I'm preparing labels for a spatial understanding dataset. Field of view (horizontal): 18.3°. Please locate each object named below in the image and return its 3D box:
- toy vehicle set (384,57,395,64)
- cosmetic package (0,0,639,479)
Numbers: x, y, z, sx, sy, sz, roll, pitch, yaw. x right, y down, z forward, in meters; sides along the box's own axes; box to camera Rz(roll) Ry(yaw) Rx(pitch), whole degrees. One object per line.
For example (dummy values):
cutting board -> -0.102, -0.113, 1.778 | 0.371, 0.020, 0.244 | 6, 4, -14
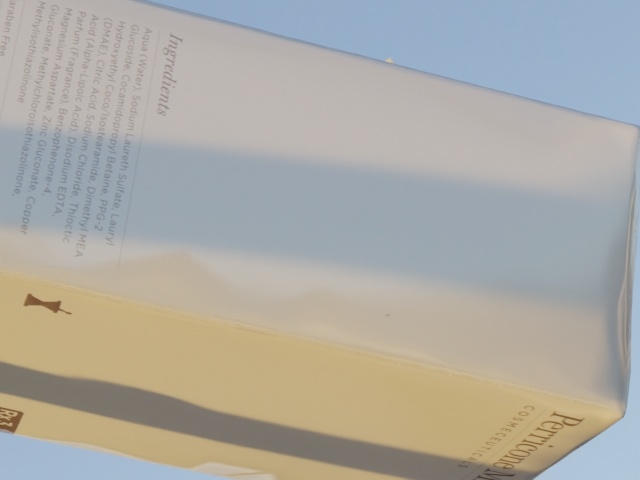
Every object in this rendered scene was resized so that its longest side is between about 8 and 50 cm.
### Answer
toy vehicle set -> 0.000, 0.000, 1.346 | 0.166, 0.035, 0.267 | -33, -26, -10
cosmetic package -> -0.063, 0.007, 0.949 | 0.385, 0.156, 0.217 | 14, -25, -9
